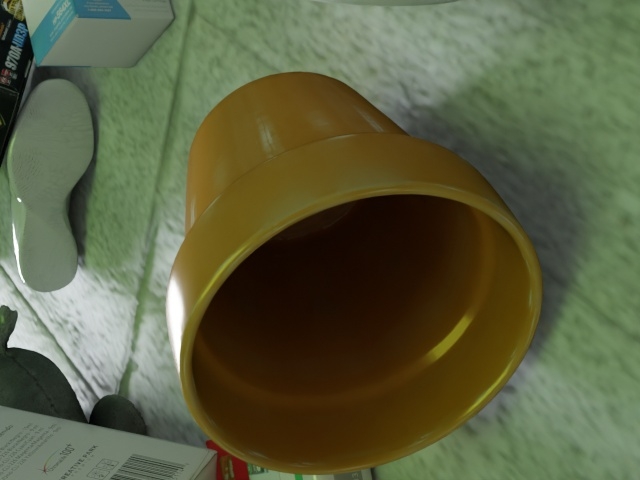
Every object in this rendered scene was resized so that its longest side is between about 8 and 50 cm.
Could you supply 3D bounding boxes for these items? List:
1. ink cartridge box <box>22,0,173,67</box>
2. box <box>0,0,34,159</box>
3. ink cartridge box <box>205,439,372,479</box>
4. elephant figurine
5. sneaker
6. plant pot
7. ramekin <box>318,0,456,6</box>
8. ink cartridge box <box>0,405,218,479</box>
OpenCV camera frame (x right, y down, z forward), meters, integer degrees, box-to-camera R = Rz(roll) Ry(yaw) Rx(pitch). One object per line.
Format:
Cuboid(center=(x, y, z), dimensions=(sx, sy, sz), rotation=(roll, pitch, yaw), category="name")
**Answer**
Cuboid(center=(-0.198, -0.230, 1.065), dimensions=(0.090, 0.092, 0.143), rotation=(-34, 67, 50), category="ink cartridge box")
Cuboid(center=(-0.328, -0.108, 1.230), dimensions=(0.175, 0.051, 0.220), rotation=(-91, 23, -52), category="box")
Cuboid(center=(-0.036, 0.225, 0.932), dimensions=(0.225, 0.056, 0.181), rotation=(-23, 75, 52), category="ink cartridge box")
Cuboid(center=(-0.232, 0.208, 1.145), dimensions=(0.239, 0.169, 0.186), rotation=(24, 157, 41), category="elephant figurine")
Cuboid(center=(-0.270, -0.062, 1.211), dimensions=(0.094, 0.080, 0.212), rotation=(-131, 46, -55), category="sneaker")
Cuboid(center=(0.000, 0.000, 0.747), dimensions=(0.188, 0.205, 0.205), rotation=(-115, 37, -49), category="plant pot")
Cuboid(center=(0.024, -0.201, 0.671), dimensions=(0.207, 0.207, 0.109), rotation=(38, 133, 46), category="ramekin")
Cuboid(center=(-0.236, 0.306, 1.024), dimensions=(0.272, 0.130, 0.309), rotation=(9, 110, 15), category="ink cartridge box")
